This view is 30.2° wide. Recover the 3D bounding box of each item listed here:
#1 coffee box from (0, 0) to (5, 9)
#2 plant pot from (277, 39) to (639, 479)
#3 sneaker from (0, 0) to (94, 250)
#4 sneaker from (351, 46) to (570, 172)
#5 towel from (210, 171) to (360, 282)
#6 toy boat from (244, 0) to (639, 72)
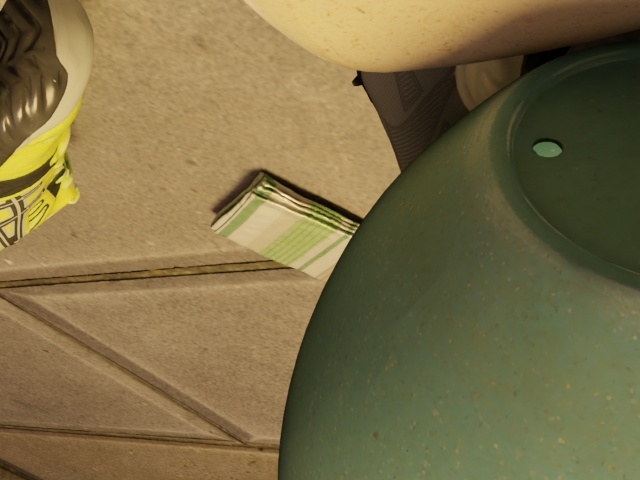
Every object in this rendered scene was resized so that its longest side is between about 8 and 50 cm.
[{"bbox_3d":[-0.323,-0.178,0.378,0.338,0.338,0.334,12,155,19],"label":"coffee box"},{"bbox_3d":[0.123,0.041,0.456,0.290,0.290,0.195,12,137,14],"label":"plant pot"},{"bbox_3d":[-0.231,-0.078,0.821,0.147,0.145,0.384,-3,168,-34],"label":"sneaker"},{"bbox_3d":[0.071,-0.076,0.623,0.108,0.100,0.271,22,152,17],"label":"sneaker"},{"bbox_3d":[0.000,0.000,0.915,0.152,0.023,0.113,24,158,-15],"label":"towel"},{"bbox_3d":[0.045,-0.185,0.352,0.267,0.148,0.318,-9,151,26],"label":"toy boat"}]
